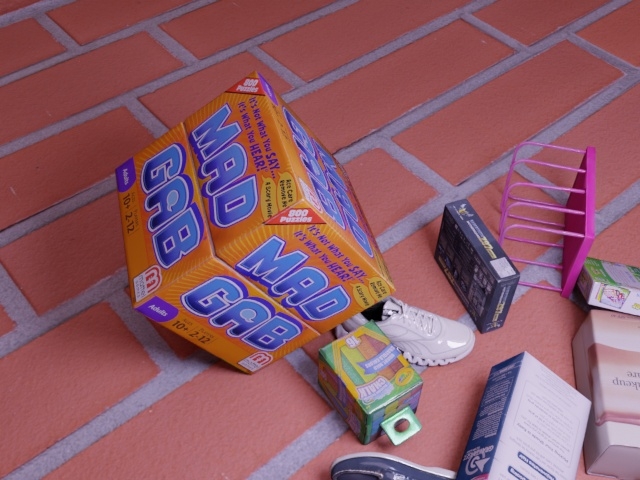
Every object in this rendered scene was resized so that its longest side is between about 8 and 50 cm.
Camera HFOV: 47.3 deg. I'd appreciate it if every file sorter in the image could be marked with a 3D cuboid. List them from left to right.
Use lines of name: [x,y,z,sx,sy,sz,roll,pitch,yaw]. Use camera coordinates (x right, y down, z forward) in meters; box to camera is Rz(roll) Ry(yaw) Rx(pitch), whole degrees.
file sorter: [0.504,-0.058,1.661,0.182,0.202,0.291,11,49,10]

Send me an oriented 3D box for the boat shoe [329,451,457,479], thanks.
boat shoe: [0.139,0.442,1.284,0.254,0.095,0.079,14,38,-1]

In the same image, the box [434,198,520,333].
box: [0.329,0.054,1.567,0.059,0.183,0.233,-14,50,-15]

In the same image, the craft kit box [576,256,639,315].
craft kit box: [0.672,0.104,1.533,0.246,0.061,0.250,15,14,9]

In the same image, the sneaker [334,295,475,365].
sneaker: [0.175,0.177,1.500,0.292,0.118,0.110,9,47,4]

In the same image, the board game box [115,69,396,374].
board game box: [-0.131,-0.022,1.421,0.356,0.356,0.356,-32,49,14]

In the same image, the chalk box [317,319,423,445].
chalk box: [0.105,0.286,1.389,0.132,0.132,0.213,-27,54,-22]

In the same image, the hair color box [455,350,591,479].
hair color box: [0.350,0.389,1.283,0.174,0.105,0.347,37,51,-8]

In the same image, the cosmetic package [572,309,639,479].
cosmetic package: [0.586,0.293,1.400,0.153,0.129,0.296,7,49,2]
